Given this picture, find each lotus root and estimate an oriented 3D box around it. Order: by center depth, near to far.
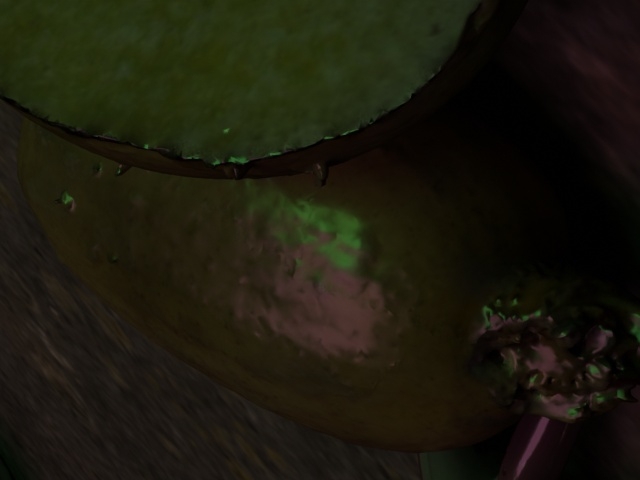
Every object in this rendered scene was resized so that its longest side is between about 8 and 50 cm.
[{"bbox_3d":[0.000,0.000,0.788,0.343,0.151,0.169,29,136,37],"label":"lotus root"}]

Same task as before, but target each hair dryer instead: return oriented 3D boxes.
[{"bbox_3d":[0.097,0.087,0.821,0.154,0.054,0.106,-57,32,37],"label":"hair dryer"}]

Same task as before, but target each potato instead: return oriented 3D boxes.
[{"bbox_3d":[-0.025,-0.131,0.698,0.299,0.239,0.116,27,176,31],"label":"potato"}]

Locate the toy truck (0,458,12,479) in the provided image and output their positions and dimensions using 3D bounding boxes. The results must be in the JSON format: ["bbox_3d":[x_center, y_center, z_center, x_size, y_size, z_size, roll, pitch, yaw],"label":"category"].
[{"bbox_3d":[-0.326,0.138,1.372,0.098,0.114,0.226,-30,93,36],"label":"toy truck"}]
